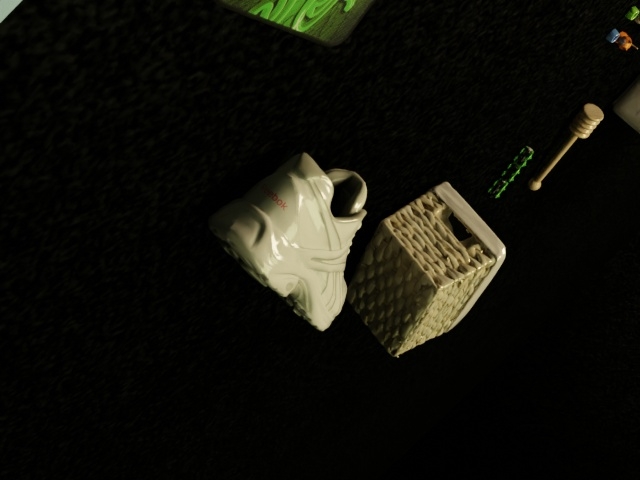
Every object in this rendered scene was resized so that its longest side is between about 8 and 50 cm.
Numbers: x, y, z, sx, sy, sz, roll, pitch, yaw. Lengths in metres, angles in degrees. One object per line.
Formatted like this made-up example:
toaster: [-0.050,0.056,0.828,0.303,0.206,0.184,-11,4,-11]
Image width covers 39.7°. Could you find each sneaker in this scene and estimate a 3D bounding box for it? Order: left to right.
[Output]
sneaker: [0.000,0.000,0.724,0.115,0.090,0.232,-45,162,-2]

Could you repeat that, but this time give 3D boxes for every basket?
basket: [0.109,0.037,0.983,0.103,0.113,0.167,-25,156,-31]

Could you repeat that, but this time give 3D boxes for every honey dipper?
honey dipper: [0.325,-0.120,1.194,0.030,0.030,0.160,-29,160,-34]

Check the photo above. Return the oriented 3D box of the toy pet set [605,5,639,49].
toy pet set: [0.400,-0.251,0.993,0.114,0.065,0.122,-12,146,-56]

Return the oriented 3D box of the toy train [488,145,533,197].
toy train: [0.241,-0.086,1.118,0.083,0.017,0.024,-54,168,32]

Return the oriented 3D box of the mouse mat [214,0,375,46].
mouse mat: [0.033,-0.192,0.490,0.189,0.007,0.152,-48,161,20]

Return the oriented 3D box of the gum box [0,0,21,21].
gum box: [-0.102,-0.153,0.252,0.184,0.041,0.157,-43,161,5]

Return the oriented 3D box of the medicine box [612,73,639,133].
medicine box: [0.599,-0.145,1.269,0.149,0.289,0.263,-50,159,23]
